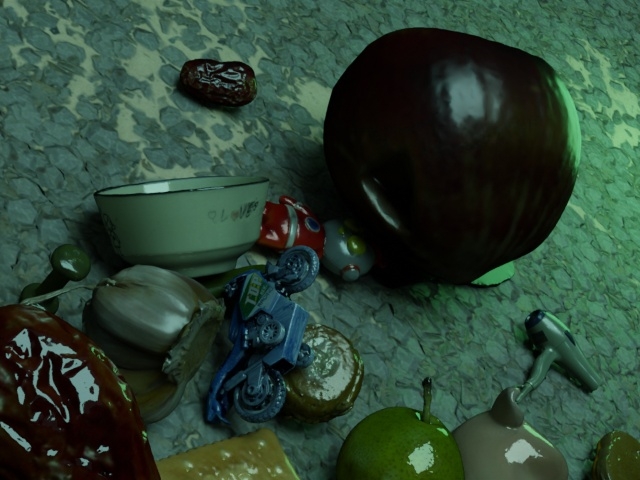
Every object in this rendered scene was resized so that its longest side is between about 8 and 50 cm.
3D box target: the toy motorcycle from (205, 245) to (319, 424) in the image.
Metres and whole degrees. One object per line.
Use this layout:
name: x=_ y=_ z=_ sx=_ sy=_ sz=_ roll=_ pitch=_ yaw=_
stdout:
toy motorcycle: x=-0.083 y=0.122 z=1.777 sx=0.092 sy=0.135 sz=0.254 roll=40 pitch=59 yaw=-52

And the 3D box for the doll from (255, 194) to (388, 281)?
doll: x=0.000 y=0.000 z=2.053 sx=0.245 sy=0.076 sz=0.142 roll=17 pitch=43 yaw=-21

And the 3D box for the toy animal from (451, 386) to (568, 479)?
toy animal: x=0.270 y=0.362 z=1.842 sx=0.213 sy=0.195 sz=0.256 roll=30 pitch=35 yaw=-35

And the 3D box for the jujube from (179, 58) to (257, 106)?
jujube: x=-0.163 y=-0.255 z=2.158 sx=0.129 sy=0.077 sz=0.077 roll=10 pitch=48 yaw=-26

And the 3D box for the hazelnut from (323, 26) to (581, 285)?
hazelnut: x=0.195 y=-0.145 z=2.137 sx=0.429 sy=0.402 sz=0.402 roll=4 pitch=51 yaw=-51

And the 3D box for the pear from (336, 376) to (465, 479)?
pear: x=0.116 y=0.287 z=1.764 sx=0.166 sy=0.216 sz=0.180 roll=24 pitch=7 yaw=-18

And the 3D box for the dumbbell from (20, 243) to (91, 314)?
dumbbell: x=-0.332 y=0.052 z=1.685 sx=0.052 sy=0.118 sz=0.046 roll=30 pitch=43 yaw=-16

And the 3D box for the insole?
insole: x=0.201 y=0.035 z=2.240 sx=0.348 sy=0.009 sz=0.119 roll=-4 pitch=55 yaw=-42

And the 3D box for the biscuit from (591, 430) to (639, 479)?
biscuit: x=0.486 y=0.388 z=2.113 sx=0.170 sy=0.050 sz=0.170 roll=29 pitch=40 yaw=-28

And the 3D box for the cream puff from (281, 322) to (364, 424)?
cream puff: x=-0.008 y=0.184 z=1.840 sx=0.126 sy=0.103 sz=0.144 roll=1 pitch=64 yaw=-9

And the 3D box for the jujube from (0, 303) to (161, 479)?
jujube: x=-0.301 y=0.207 z=1.514 sx=0.290 sy=0.197 sz=0.197 roll=52 pitch=38 yaw=-7

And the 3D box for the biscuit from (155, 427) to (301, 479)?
biscuit: x=-0.117 y=0.323 z=1.678 sx=0.249 sy=0.030 sz=0.160 roll=-8 pitch=60 yaw=-44

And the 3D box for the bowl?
bowl: x=-0.182 y=-0.018 z=1.822 sx=0.237 sy=0.237 sz=0.126 roll=-10 pitch=97 yaw=-45

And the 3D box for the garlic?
garlic: x=-0.225 y=0.107 z=1.639 sx=0.256 sy=0.207 sz=0.207 roll=26 pitch=38 yaw=-45

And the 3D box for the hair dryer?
hair dryer: x=0.388 y=0.226 z=2.190 sx=0.167 sy=0.067 sz=0.199 roll=35 pitch=49 yaw=-17

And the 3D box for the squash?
squash: x=-0.131 y=0.072 z=1.878 sx=0.258 sy=0.069 sz=0.069 roll=-8 pitch=59 yaw=-44
